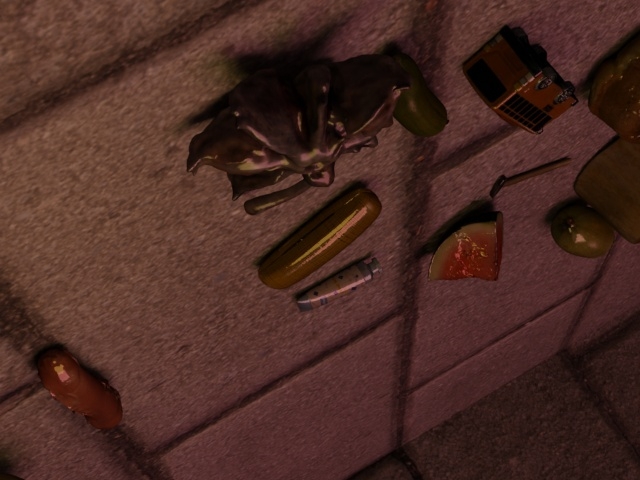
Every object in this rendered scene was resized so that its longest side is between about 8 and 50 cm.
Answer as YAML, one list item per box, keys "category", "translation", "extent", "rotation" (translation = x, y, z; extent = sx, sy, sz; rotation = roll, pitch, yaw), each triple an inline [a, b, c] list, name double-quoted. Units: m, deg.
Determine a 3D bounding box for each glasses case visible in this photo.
- category: "glasses case"
  translation: [0.000, 0.000, 1.800]
  extent: [0.234, 0.064, 0.079]
  rotation: [-38, 150, 15]

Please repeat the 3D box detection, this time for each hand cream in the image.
- category: "hand cream"
  translation: [0.033, 0.083, 2.050]
  extent: [0.171, 0.043, 0.065]
  rotation: [-27, 157, -4]

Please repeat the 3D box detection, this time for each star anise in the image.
- category: "star anise"
  translation: [-0.040, -0.142, 1.392]
  extent: [0.359, 0.139, 0.316]
  rotation: [-26, 155, 27]

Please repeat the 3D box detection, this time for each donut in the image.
- category: "donut"
  translation: [0.585, -0.265, 1.954]
  extent: [0.208, 0.128, 0.261]
  rotation: [-44, 154, 28]

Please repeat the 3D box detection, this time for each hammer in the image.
- category: "hammer"
  translation: [0.410, -0.127, 2.159]
  extent: [0.199, 0.013, 0.062]
  rotation: [-19, 155, -30]

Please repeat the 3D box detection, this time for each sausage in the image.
- category: "sausage"
  translation: [-0.377, 0.242, 1.780]
  extent: [0.078, 0.078, 0.304]
  rotation: [-31, 159, -6]

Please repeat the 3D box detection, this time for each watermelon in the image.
- category: "watermelon"
  translation: [0.286, 0.014, 2.194]
  extent: [0.145, 0.137, 0.193]
  rotation: [-1, 163, 15]

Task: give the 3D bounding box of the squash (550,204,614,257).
- category: "squash"
  translation: [0.576, -0.021, 2.471]
  extent: [0.123, 0.123, 0.187]
  rotation: [-42, 158, 20]

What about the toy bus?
- category: "toy bus"
  translation: [0.303, -0.233, 1.675]
  extent: [0.114, 0.098, 0.201]
  rotation: [-40, 157, 18]

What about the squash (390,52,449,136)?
- category: "squash"
  translation: [0.128, -0.195, 1.559]
  extent: [0.069, 0.069, 0.258]
  rotation: [-36, 158, 7]

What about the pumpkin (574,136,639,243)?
- category: "pumpkin"
  translation: [0.723, -0.125, 2.356]
  extent: [0.332, 0.199, 0.332]
  rotation: [-25, 157, -12]

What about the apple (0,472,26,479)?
- category: "apple"
  translation: [-0.577, 0.511, 1.863]
  extent: [0.258, 0.233, 0.295]
  rotation: [-8, 170, -6]
